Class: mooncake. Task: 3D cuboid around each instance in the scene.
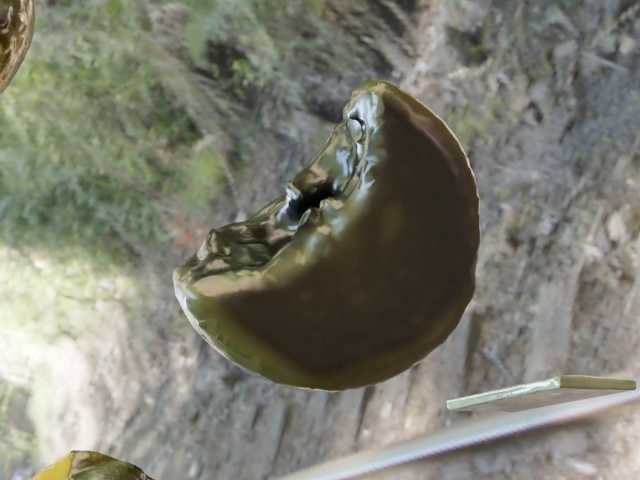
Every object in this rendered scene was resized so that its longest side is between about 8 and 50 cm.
[{"bbox_3d":[0.000,0.000,1.588,0.246,0.394,0.393,140,125,-86],"label":"mooncake"}]

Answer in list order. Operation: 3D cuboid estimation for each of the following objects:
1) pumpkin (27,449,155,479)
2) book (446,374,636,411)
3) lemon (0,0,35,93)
[{"bbox_3d":[-0.264,0.283,1.074,0.139,0.281,0.190,-97,19,-46],"label":"pumpkin"},{"bbox_3d":[0.320,0.226,1.789,0.232,0.162,0.022,-24,67,50],"label":"book"},{"bbox_3d":[-0.497,-0.283,1.525,0.293,0.293,0.293,-162,90,-75],"label":"lemon"}]
